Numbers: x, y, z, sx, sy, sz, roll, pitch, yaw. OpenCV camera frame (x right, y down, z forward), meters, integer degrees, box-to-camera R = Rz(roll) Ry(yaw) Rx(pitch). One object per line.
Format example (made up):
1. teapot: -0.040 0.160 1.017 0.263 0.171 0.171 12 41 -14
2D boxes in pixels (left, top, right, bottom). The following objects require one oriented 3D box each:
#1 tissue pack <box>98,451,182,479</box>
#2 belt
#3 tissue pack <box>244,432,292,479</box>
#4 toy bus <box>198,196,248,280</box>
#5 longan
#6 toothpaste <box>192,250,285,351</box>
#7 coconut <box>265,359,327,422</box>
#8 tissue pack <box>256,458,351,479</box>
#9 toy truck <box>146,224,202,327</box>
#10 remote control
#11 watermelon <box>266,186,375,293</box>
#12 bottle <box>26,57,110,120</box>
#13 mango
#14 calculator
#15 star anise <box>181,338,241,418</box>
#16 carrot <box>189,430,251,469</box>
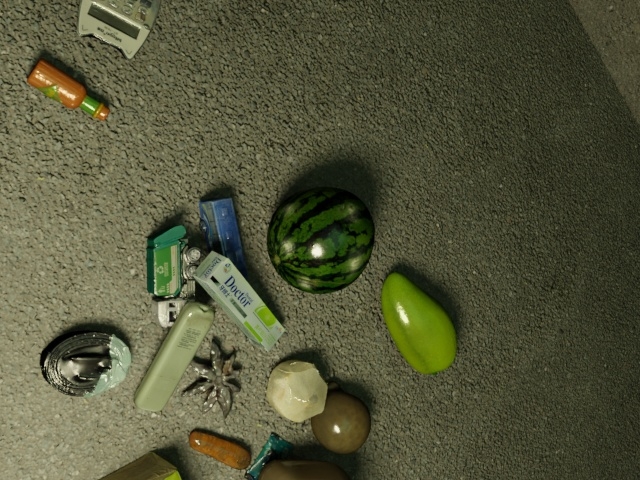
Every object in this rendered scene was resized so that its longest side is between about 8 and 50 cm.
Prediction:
1. tissue pack: -0.385 0.672 1.521 0.167 0.200 0.275 -23 100 -31
2. belt: -0.541 0.286 1.508 0.198 0.078 0.151 -3 88 -32
3. tissue pack: -0.140 0.604 1.771 0.085 0.028 0.138 42 73 -24
4. toy bus: -0.253 0.006 1.675 0.079 0.094 0.236 -15 97 -29
5. longan: 0.056 0.494 1.820 0.185 0.159 0.204 14 49 -48
6. toothpaste: -0.201 0.162 1.644 0.081 0.067 0.336 -52 139 -20
7. coconut: -0.060 0.403 1.743 0.161 0.162 0.161 0 89 -32
8. tissue pack: -0.061 0.763 1.675 0.267 0.277 0.387 9 87 -21
9. toy truck: -0.361 0.089 1.601 0.124 0.114 0.253 1 91 -27
10. remote control: -0.353 0.287 1.574 0.090 0.038 0.309 22 103 -35
11. watermelon: 0.000 0.000 1.715 0.285 0.285 0.285 1 89 -31
12. bottle: -0.578 -0.342 1.504 0.187 0.069 0.069 31 74 -26
13. mango: 0.294 0.245 1.962 0.192 0.156 0.343 -38 106 -27
14. calculator: -0.484 -0.582 1.581 0.177 0.040 0.268 25 76 -28
15. star anise: -0.274 0.359 1.674 0.180 0.061 0.205 11 84 -30
16. carrot: -0.261 0.540 1.683 0.186 0.060 0.060 33 73 -21
